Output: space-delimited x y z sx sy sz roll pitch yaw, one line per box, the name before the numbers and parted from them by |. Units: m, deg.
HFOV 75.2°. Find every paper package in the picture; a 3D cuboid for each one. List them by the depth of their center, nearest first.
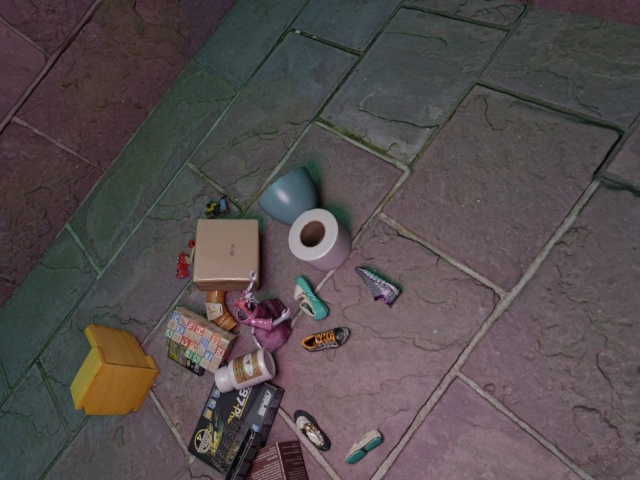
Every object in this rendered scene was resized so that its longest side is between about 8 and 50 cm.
paper package | -0.445 0.073 2.003 0.308 0.168 0.325 1 66 -8

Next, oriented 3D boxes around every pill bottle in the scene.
pill bottle | -0.315 0.547 1.732 0.229 0.131 0.131 -22 60 7

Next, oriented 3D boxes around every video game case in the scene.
video game case | -0.643 0.487 2.034 0.248 0.035 0.275 16 100 32

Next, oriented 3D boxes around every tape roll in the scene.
tape roll | 0.000 0.000 1.873 0.245 0.169 0.247 -10 66 24

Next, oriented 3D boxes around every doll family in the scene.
doll family | -0.581 -0.188 2.320 0.192 0.076 0.112 -18 58 15

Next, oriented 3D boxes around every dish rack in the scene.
dish rack | -0.341 0.799 1.606 0.271 0.074 0.209 0 57 54

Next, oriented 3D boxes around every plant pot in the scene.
plant pot | -0.123 -0.180 1.974 0.290 0.290 0.196 -39 82 8

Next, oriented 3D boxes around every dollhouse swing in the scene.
dollhouse swing | -1.050 0.634 2.053 0.304 0.347 0.316 22 81 32

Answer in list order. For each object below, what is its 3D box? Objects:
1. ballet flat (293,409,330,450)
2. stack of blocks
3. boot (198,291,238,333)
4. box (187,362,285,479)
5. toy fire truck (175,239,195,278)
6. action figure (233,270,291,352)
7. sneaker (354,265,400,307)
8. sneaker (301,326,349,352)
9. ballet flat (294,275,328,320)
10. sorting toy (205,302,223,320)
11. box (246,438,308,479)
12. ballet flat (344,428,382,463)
ballet flat | -0.044 0.747 1.644 0.203 0.074 0.074 36 88 34
stack of blocks | -0.558 0.453 1.904 0.296 0.087 0.171 27 101 7
boot | -0.479 0.347 2.014 0.220 0.109 0.284 28 86 35
box | -0.364 0.772 1.786 0.317 0.097 0.396 14 75 29
toy fire truck | -0.727 0.104 2.263 0.135 0.047 0.192 -21 59 40
action figure | -0.275 0.317 1.763 0.276 0.370 0.248 -45 58 3
sneaker | 0.218 0.191 1.733 0.223 0.083 0.098 30 90 33
sneaker | 0.018 0.417 1.741 0.214 0.083 0.084 -25 58 15
ballet flat | -0.065 0.255 1.841 0.087 0.083 0.247 -21 53 -29
sorting toy | -0.496 0.332 1.959 0.075 0.045 0.084 -16 71 15
box | -0.164 0.895 1.585 0.168 0.167 0.203 -28 59 15
ballet flat | 0.158 0.766 1.549 0.168 0.057 0.052 -38 29 5
